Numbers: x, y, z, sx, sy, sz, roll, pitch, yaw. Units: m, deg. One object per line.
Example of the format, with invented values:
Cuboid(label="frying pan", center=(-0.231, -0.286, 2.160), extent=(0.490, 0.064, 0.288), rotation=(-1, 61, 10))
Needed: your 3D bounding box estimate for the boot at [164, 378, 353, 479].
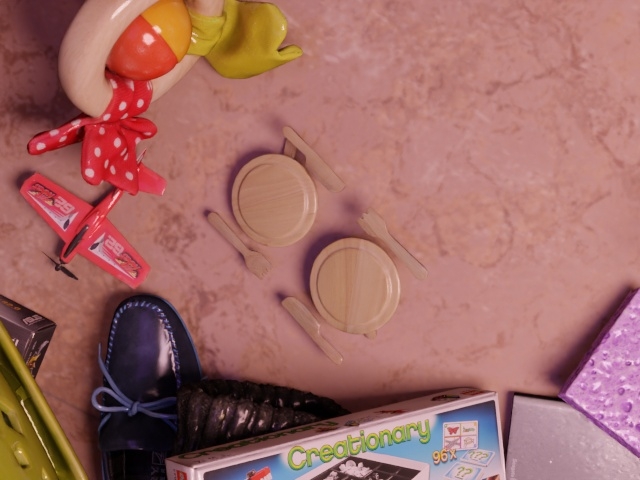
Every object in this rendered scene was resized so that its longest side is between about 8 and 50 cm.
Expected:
Cuboid(label="boot", center=(-0.127, 0.249, 0.927), extent=(0.131, 0.348, 0.260), rotation=(24, 103, 36))

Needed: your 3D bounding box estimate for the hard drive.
Cuboid(label="hard drive", center=(0.233, 0.191, 0.992), extent=(0.135, 0.022, 0.094), rotation=(7, 95, 11))

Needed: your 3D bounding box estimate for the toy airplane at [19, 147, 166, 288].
Cuboid(label="toy airplane", center=(-0.208, -0.030, 1.060), extent=(0.151, 0.028, 0.151), rotation=(1, 95, 9))

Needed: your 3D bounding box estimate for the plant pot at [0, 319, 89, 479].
Cuboid(label="plant pot", center=(-0.346, 0.194, 0.954), extent=(0.227, 0.207, 0.228), rotation=(-30, 89, 11))

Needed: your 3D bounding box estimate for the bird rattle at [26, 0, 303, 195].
Cuboid(label="bird rattle", center=(-0.156, -0.164, 0.953), extent=(0.253, 0.207, 0.143), rotation=(-34, 71, -7))

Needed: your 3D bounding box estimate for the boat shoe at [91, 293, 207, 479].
Cuboid(label="boat shoe", center=(-0.154, 0.180, 1.032), extent=(0.109, 0.089, 0.258), rotation=(-7, 93, 11))

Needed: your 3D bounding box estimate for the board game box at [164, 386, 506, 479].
Cuboid(label="board game box", center=(0.028, 0.244, 0.922), extent=(0.305, 0.053, 0.193), rotation=(-7, 92, -33))

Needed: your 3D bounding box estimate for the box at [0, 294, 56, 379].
Cuboid(label="box", center=(-0.386, 0.149, 1.092), extent=(0.183, 0.056, 0.231), rotation=(24, 98, 9))

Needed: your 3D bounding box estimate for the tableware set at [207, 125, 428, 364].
Cuboid(label="tableware set", center=(0.000, 0.000, 1.018), extent=(0.194, 0.039, 0.128), rotation=(47, 112, 11))

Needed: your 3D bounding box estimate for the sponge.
Cuboid(label="sponge", center=(0.319, 0.149, 0.950), extent=(0.210, 0.031, 0.117), rotation=(38, 81, 6))
